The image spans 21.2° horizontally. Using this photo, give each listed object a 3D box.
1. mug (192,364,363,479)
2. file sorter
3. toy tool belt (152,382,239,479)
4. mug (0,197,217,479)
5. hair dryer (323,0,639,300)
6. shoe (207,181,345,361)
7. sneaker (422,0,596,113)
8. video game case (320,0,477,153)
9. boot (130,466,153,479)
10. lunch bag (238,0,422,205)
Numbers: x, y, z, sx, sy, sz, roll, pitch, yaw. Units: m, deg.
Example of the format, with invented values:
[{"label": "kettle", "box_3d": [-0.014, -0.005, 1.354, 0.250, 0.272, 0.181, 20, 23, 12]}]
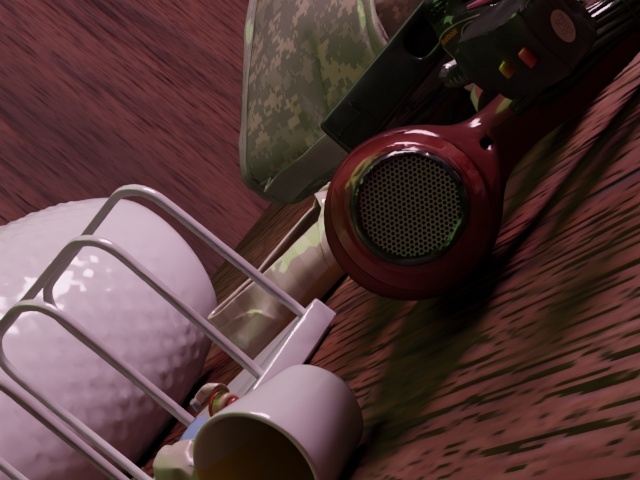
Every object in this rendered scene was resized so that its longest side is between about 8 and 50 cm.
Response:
[{"label": "mug", "box_3d": [-0.017, 0.089, 0.744, 0.078, 0.062, 0.064, -39, 3, 39]}, {"label": "file sorter", "box_3d": [-0.155, 0.124, 1.101, 0.193, 0.173, 0.278, -45, 6, 46]}, {"label": "toy tool belt", "box_3d": [-0.055, 0.120, 0.987, 0.051, 0.052, 0.083, -5, 40, 38]}, {"label": "mug", "box_3d": [-0.273, 0.146, 1.686, 0.328, 0.276, 0.374, -41, -23, -30]}, {"label": "hair dryer", "box_3d": [0.099, -0.049, 0.785, 0.223, 0.080, 0.293, -28, -8, -37]}, {"label": "shoe", "box_3d": [0.000, 0.000, 1.295, 0.219, 0.058, 0.076, -51, 4, 0]}, {"label": "sneaker", "box_3d": [0.124, -0.137, 0.912, 0.178, 0.077, 0.072, -33, -7, -43]}, {"label": "video game case", "box_3d": [0.110, -0.138, 1.075, 0.248, 0.035, 0.275, -50, -10, 2]}, {"label": "boot", "box_3d": [-0.165, 0.220, 1.270, 0.114, 0.037, 0.106, -56, 19, -22]}, {"label": "lunch bag", "box_3d": [0.047, -0.177, 1.426, 0.235, 0.169, 0.287, -35, 34, 50]}]
